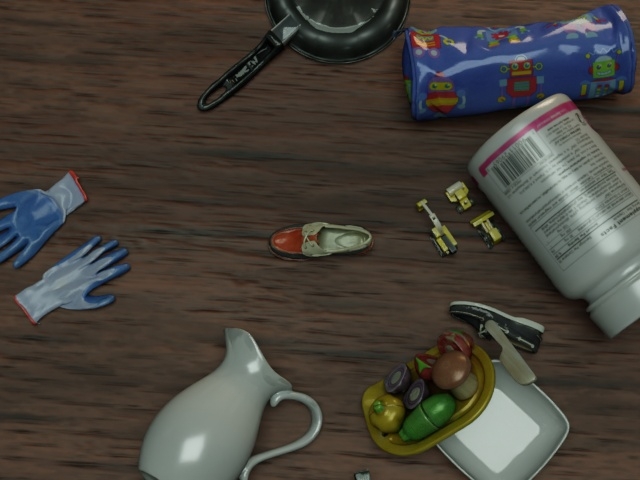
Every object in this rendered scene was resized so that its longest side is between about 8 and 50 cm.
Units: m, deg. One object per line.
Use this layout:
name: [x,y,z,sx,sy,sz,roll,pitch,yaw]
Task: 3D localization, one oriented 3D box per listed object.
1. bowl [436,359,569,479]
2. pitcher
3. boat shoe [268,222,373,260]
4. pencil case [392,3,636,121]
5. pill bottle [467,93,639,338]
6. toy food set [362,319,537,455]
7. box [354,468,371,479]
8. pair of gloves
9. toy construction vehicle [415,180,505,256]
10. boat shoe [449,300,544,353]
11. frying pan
bowl: [0.221,0.236,1.808,0.142,0.053,0.142,43,82,8]
pitcher: [-0.109,0.239,1.785,0.178,0.125,0.207,40,70,-8]
boat shoe: [0.000,0.000,1.865,0.137,0.043,0.049,1,80,2]
pencil case: [0.249,-0.231,1.875,0.306,0.133,0.119,-7,119,0]
pill bottle: [0.326,-0.028,1.808,0.160,0.160,0.283,-35,80,-7]
toy food set: [0.138,0.169,1.772,0.218,0.071,0.128,-33,45,11]
box: [0.059,0.325,1.783,0.018,0.067,0.083,-12,79,-2]
pair of gloves: [-0.344,0.013,1.875,0.159,0.023,0.198,-33,79,-6]
toy construction vehicle: [0.181,-0.025,1.872,0.086,0.035,0.098,-29,79,-6]
boat shoe: [0.221,0.110,1.840,0.125,0.046,0.038,18,74,-4]
frying pan: [-0.037,-0.314,1.933,0.326,0.053,0.197,-18,78,-7]
